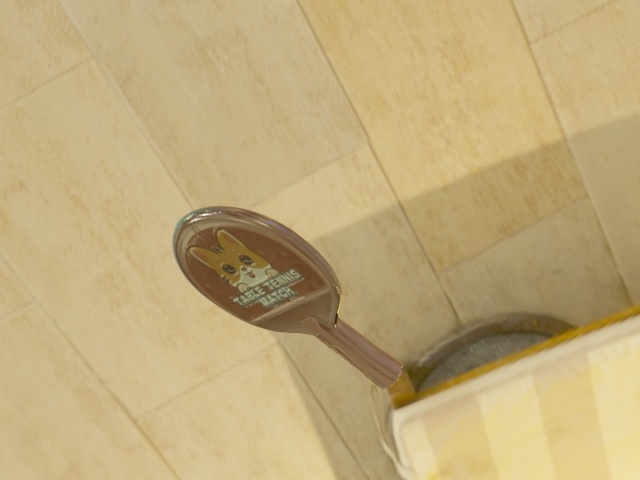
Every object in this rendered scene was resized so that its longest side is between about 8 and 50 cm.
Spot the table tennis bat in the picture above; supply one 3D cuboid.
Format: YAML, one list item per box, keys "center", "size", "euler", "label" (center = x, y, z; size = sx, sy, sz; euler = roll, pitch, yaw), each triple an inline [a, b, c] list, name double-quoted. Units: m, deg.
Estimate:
- center: [0.000, 0.000, 0.667]
  size: [0.170, 0.119, 0.107]
  euler: [39, 143, -18]
  label: "table tennis bat"
